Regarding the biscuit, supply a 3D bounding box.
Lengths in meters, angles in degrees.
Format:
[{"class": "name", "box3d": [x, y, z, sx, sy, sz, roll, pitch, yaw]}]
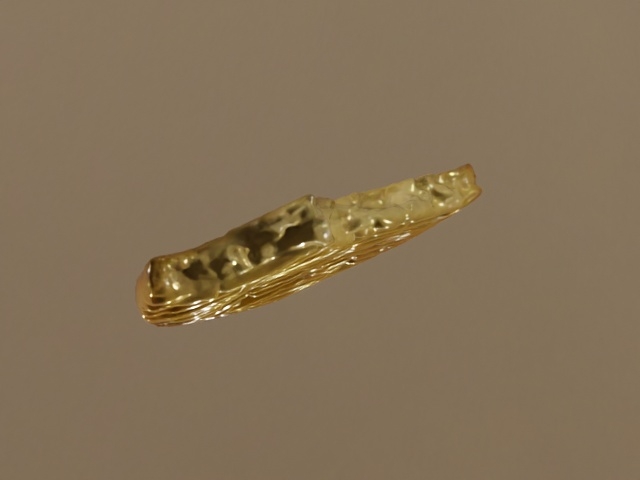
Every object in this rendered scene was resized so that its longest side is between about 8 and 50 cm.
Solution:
[{"class": "biscuit", "box3d": [0.000, 0.001, 0.840, 0.228, 0.176, 0.031, -22, -98, -16]}]
